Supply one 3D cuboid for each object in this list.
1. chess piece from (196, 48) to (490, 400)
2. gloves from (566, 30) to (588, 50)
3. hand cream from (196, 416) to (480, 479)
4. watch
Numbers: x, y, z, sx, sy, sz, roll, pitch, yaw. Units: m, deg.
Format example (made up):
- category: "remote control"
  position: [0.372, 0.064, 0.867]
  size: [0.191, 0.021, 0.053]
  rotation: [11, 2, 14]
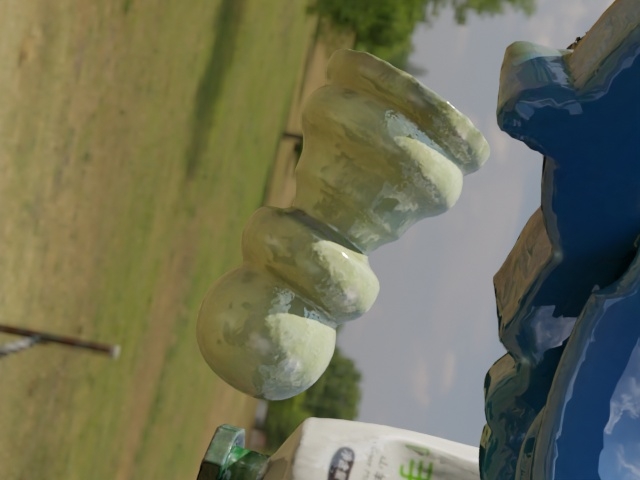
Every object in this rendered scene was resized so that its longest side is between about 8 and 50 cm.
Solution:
- category: "chess piece"
  position: [0.000, 0.000, 1.054]
  size: [0.251, 0.144, 0.144]
  rotation: [-56, 178, -6]
- category: "gloves"
  position: [0.258, -0.009, 0.886]
  size: [0.135, 0.312, 0.210]
  rotation: [-45, 162, -6]
- category: "hand cream"
  position: [0.106, 0.151, 0.645]
  size: [0.076, 0.336, 0.121]
  rotation: [92, 15, -54]
- category: "watch"
  position: [0.153, 0.071, 0.452]
  size: [0.305, 0.241, 0.274]
  rotation: [-55, -159, 27]
